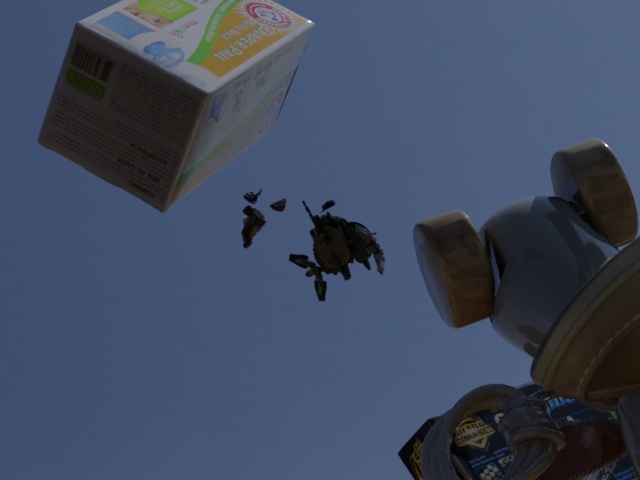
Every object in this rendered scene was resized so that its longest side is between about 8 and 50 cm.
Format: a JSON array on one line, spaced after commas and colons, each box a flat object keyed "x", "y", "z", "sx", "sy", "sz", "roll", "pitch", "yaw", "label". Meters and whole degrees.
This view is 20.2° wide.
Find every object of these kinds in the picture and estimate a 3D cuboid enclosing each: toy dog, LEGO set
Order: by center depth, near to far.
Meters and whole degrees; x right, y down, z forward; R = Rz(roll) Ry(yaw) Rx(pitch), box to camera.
[{"x": -0.001, "y": -0.003, "z": 0.889, "sx": 0.023, "sy": 0.083, "sz": 0.054, "roll": -32, "pitch": -27, "yaw": -50, "label": "LEGO set"}, {"x": 0.183, "y": 0.087, "z": 1.230, "sx": 0.220, "sy": 0.333, "sz": 0.161, "roll": -10, "pitch": -45, "yaw": 10, "label": "toy dog"}]

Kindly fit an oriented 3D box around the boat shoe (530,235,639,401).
[{"x": 0.256, "y": 0.042, "z": 1.083, "sx": 0.302, "sy": 0.098, "sz": 0.109, "roll": -16, "pitch": -36, "yaw": -37, "label": "boat shoe"}]

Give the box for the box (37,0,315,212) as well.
[{"x": -0.103, "y": -0.120, "z": 1.349, "sx": 0.203, "sy": 0.114, "sz": 0.103, "roll": -44, "pitch": -20, "yaw": -59, "label": "box"}]

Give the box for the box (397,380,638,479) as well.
[{"x": 0.190, "y": 0.190, "z": 1.359, "sx": 0.220, "sy": 0.175, "sz": 0.051, "roll": -15, "pitch": -28, "yaw": -41, "label": "box"}]
